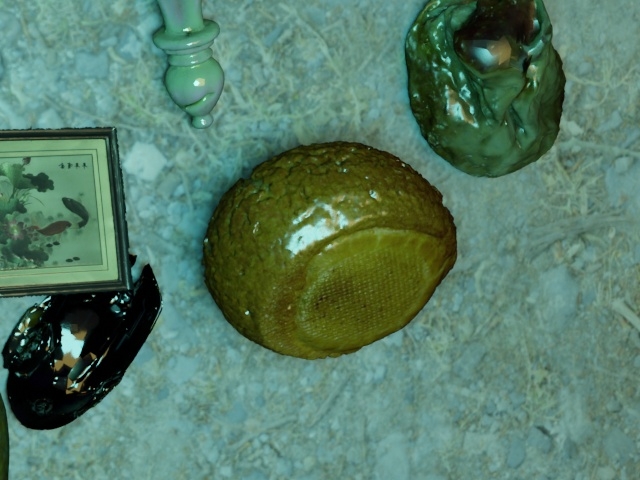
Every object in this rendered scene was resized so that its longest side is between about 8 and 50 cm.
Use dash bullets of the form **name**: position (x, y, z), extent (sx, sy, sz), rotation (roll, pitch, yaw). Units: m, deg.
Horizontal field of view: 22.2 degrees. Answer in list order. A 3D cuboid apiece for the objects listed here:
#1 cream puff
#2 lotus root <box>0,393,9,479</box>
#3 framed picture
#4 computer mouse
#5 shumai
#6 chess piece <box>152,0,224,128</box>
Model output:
- **cream puff**: position (0.000, 0.000, 1.952), extent (0.303, 0.212, 0.303), rotation (-19, 144, -15)
- **lotus root**: position (-0.420, 0.245, 1.809), extent (0.152, 0.160, 0.275), rotation (-6, 102, -16)
- **framed picture**: position (-0.315, -0.035, 1.867), extent (0.195, 0.010, 0.199), rotation (-3, 83, -27)
- **computer mouse**: position (-0.274, 0.122, 1.910), extent (0.146, 0.077, 0.241), rotation (38, 80, -29)
- **shumai**: position (0.240, -0.192, 2.055), extent (0.272, 0.203, 0.222), rotation (39, 81, -31)
- **chess piece**: position (-0.158, -0.254, 1.888), extent (0.139, 0.139, 0.271), rotation (-21, 118, -23)
